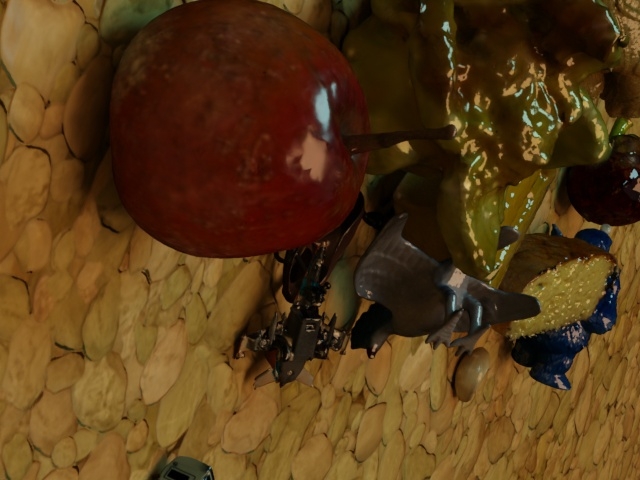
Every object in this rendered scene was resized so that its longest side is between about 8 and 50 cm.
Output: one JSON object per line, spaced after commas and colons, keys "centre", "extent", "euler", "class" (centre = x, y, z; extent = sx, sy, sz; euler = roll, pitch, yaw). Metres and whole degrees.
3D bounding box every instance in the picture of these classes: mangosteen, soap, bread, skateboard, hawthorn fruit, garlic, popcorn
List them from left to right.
{"centre": [-0.065, -0.081, 1.356], "extent": [0.231, 0.263, 0.235], "euler": [-45, 175, -9], "class": "hawthorn fruit"}
{"centre": [0.000, 0.000, 1.705], "extent": [0.151, 0.067, 0.080], "euler": [-56, 139, -24], "class": "skateboard"}
{"centre": [0.219, 0.197, 2.250], "extent": [0.053, 0.041, 0.083], "euler": [-19, 131, -73], "class": "garlic"}
{"centre": [0.194, -0.065, 1.940], "extent": [0.281, 0.143, 0.259], "euler": [-56, 152, -31], "class": "soap"}
{"centre": [0.169, -0.154, 1.684], "extent": [0.326, 0.290, 0.321], "euler": [9, 111, -33], "class": "popcorn"}
{"centre": [0.306, 0.055, 2.230], "extent": [0.260, 0.134, 0.129], "euler": [-6, 123, -46], "class": "bread"}
{"centre": [0.456, -0.112, 2.440], "extent": [0.146, 0.156, 0.181], "euler": [-7, 82, -35], "class": "mangosteen"}

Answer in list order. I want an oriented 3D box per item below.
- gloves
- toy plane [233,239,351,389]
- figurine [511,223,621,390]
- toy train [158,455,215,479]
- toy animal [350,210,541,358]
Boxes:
{"centre": [0.425, -0.306, 2.233], "extent": [0.203, 0.155, 0.356], "euler": [-55, 152, -25], "class": "gloves"}
{"centre": [-0.017, 0.086, 1.656], "extent": [0.135, 0.062, 0.188], "euler": [2, 131, -28], "class": "toy plane"}
{"centre": [0.371, 0.093, 2.362], "extent": [0.121, 0.164, 0.262], "euler": [9, 97, -47], "class": "figurine"}
{"centre": [-0.132, 0.324, 1.645], "extent": [0.252, 0.048, 0.055], "euler": [85, 29, -46], "class": "toy train"}
{"centre": [0.126, 0.059, 1.797], "extent": [0.239, 0.176, 0.255], "euler": [29, 107, -36], "class": "toy animal"}
